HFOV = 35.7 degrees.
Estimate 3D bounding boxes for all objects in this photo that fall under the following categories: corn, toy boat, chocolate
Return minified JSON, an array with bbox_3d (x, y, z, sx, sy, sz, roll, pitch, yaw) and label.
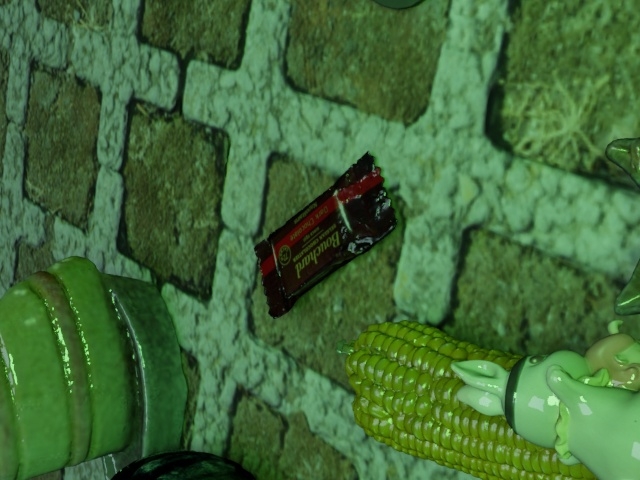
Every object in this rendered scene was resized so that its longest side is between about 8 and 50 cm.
[{"bbox_3d":[0.140,0.127,0.698,0.313,0.102,0.102,11,101,47],"label":"corn"},{"bbox_3d":[-0.264,0.154,1.043,0.111,0.293,0.276,2,79,47],"label":"toy boat"},{"bbox_3d":[0.000,0.000,0.893,0.182,0.028,0.086,-42,56,40],"label":"chocolate"}]

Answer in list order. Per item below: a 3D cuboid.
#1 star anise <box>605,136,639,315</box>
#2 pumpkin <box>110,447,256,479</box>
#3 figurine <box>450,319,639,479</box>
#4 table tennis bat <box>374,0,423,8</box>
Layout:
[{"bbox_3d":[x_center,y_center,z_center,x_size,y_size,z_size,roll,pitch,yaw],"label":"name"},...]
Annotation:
[{"bbox_3d":[0.266,-0.017,0.544,0.236,0.108,0.223,-65,36,36],"label":"star anise"},{"bbox_3d":[-0.134,0.318,0.965,0.233,0.163,0.233,-14,72,49],"label":"pumpkin"},{"bbox_3d":[0.161,0.099,0.595,0.146,0.098,0.081,31,129,44],"label":"figurine"},{"bbox_3d":[0.093,-0.288,0.774,0.234,0.022,0.131,-54,55,38],"label":"table tennis bat"}]
